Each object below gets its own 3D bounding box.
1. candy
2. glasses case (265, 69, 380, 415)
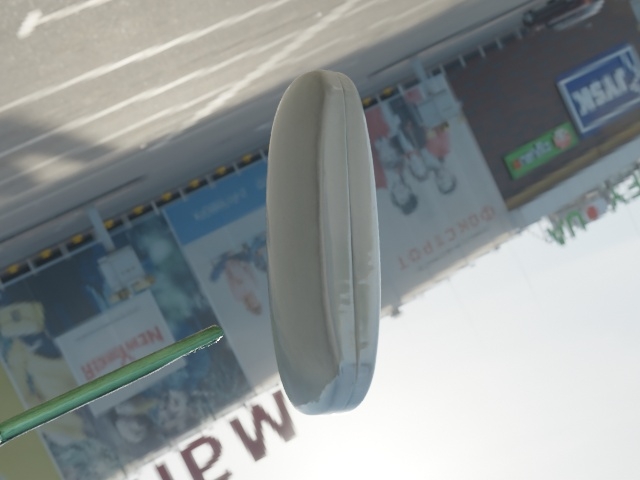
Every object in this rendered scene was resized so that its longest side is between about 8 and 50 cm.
[{"bbox_3d":[-0.108,0.063,0.305,0.184,0.049,0.055,-24,-163,-33],"label":"candy"},{"bbox_3d":[0.000,0.000,0.652,0.059,0.234,0.092,5,165,-27],"label":"glasses case"}]
